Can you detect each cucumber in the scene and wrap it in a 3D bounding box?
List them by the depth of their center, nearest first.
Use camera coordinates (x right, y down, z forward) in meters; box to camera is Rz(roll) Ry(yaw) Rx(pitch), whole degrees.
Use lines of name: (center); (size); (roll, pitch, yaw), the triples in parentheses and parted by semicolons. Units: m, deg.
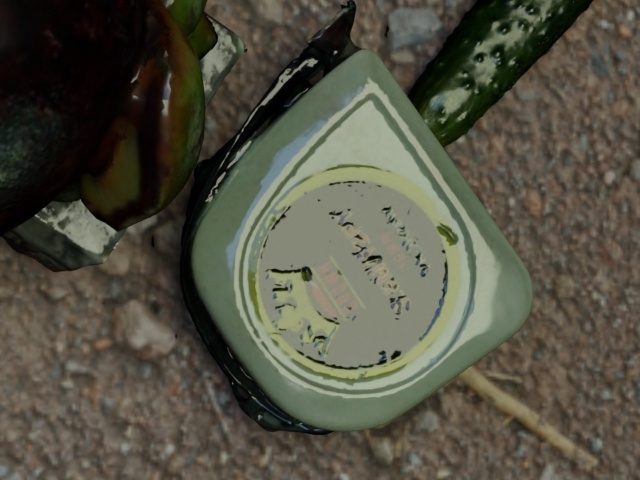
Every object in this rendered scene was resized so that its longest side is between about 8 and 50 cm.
cucumber: (0.123, -0.138, 1.334); (0.069, 0.069, 0.227); (43, 78, -12)

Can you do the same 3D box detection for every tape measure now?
tape measure: (0.000, 0.000, 1.261); (0.207, 0.115, 0.235); (-35, 92, -1)

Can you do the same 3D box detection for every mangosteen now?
mangosteen: (-0.214, -0.128, 1.045); (0.311, 0.311, 0.311); (1, 88, -18)

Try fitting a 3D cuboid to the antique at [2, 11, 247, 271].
antique: (-0.138, -0.069, 1.233); (0.088, 0.086, 0.183); (36, 78, -13)
